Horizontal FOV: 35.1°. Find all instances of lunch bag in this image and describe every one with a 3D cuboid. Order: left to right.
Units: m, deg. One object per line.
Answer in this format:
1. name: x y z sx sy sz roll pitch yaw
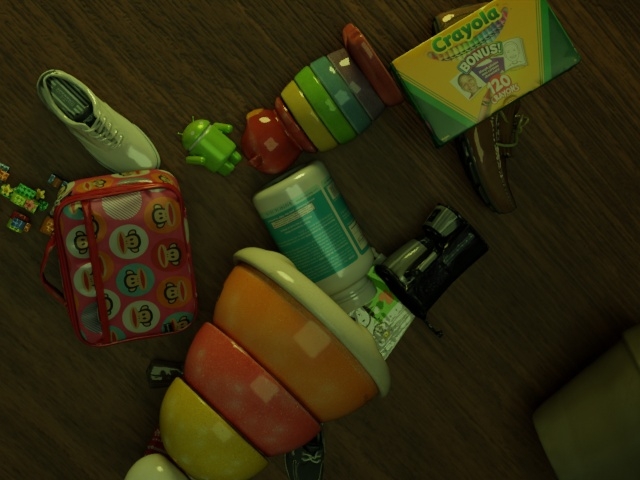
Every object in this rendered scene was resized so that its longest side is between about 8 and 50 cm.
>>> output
1. lunch bag: -0.353 0.031 1.746 0.258 0.120 0.293 -9 113 -11

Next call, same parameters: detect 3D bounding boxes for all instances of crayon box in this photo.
1. crayon box: 0.277 -0.298 1.723 0.278 0.081 0.165 -31 89 1

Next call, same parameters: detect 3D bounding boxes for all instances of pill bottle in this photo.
1. pill bottle: 0.000 0.000 1.803 0.146 0.146 0.264 -30 100 -4

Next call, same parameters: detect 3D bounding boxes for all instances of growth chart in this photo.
1. growth chart: 0.091 0.146 1.899 0.172 0.021 0.237 30 91 -9

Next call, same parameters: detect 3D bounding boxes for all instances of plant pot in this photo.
1. plant pot: 0.558 0.347 1.866 0.280 0.323 0.323 -28 100 12

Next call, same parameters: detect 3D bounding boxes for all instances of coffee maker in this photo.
1. coffee maker: 0.215 0.049 1.855 0.178 0.120 0.171 -43 122 -9

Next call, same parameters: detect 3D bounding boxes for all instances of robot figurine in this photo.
1. robot figurine: -0.196 -0.166 1.794 0.115 0.067 0.101 41 63 -10

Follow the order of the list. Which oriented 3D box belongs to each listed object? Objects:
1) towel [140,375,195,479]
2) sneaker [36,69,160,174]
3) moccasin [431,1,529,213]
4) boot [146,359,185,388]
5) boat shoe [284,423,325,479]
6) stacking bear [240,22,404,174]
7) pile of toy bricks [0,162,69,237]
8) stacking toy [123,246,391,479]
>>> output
1. towel: -0.196 0.332 1.855 0.198 0.031 0.275 25 94 -27
2. sneaker: -0.388 -0.194 1.751 0.258 0.091 0.094 38 90 -11
3. moccasin: 0.307 -0.237 1.832 0.147 0.139 0.380 -12 89 2
4. boot: -0.261 0.222 1.852 0.114 0.037 0.106 4 94 -4
5. boat shoe: -0.028 0.385 1.888 0.075 0.065 0.206 -1 97 -8
6. stacking bear: -0.014 -0.226 1.774 0.289 0.175 0.164 -35 105 6
7. pile of toy bricks: -0.504 -0.067 1.743 0.212 0.105 0.118 27 92 -11
8. stacking toy: -0.149 0.280 1.673 0.350 0.350 0.480 46 77 -11
